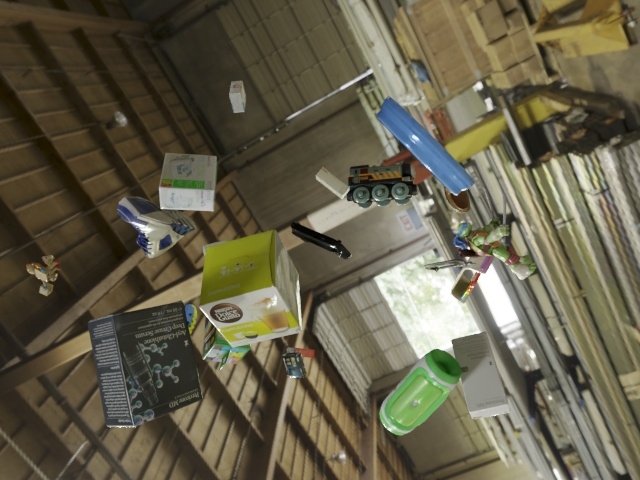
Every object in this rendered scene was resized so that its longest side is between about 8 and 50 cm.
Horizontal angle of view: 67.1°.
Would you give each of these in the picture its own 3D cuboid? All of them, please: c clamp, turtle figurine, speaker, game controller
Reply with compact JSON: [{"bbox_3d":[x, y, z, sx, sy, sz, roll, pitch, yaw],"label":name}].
[{"bbox_3d":[0.445,0.089,1.674,0.137,0.160,0.022,22,-119,-59],"label":"c clamp"},{"bbox_3d":[0.610,-0.020,1.602,0.266,0.275,0.198,40,166,-4],"label":"turtle figurine"},{"bbox_3d":[0.304,0.471,1.490,0.131,0.297,0.131,24,-151,-14],"label":"speaker"},{"bbox_3d":[0.000,0.000,2.254,0.319,0.067,0.166,24,175,38],"label":"game controller"}]

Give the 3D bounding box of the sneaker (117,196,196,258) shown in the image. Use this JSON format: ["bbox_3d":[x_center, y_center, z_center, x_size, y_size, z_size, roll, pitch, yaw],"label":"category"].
[{"bbox_3d":[-0.582,-0.025,1.668,0.127,0.182,0.315,45,-172,22],"label":"sneaker"}]

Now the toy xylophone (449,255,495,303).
[{"bbox_3d":[0.624,0.116,1.962,0.081,0.236,0.323,30,162,15],"label":"toy xylophone"}]

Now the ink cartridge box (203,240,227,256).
[{"bbox_3d":[-0.527,0.101,2.517,0.072,0.127,0.175,106,145,-57],"label":"ink cartridge box"}]

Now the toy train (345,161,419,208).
[{"bbox_3d":[0.276,-0.258,2.200,0.142,0.333,0.190,35,-128,-71],"label":"toy train"}]

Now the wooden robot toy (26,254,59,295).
[{"bbox_3d":[-0.868,0.091,1.501,0.079,0.173,0.076,24,-137,-3],"label":"wooden robot toy"}]

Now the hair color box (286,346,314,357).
[{"bbox_3d":[-0.105,0.582,2.505,0.141,0.072,0.043,20,-112,-42],"label":"hair color box"}]

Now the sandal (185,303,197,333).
[{"bbox_3d":[-0.655,0.415,2.114,0.138,0.317,0.126,33,166,-17],"label":"sandal"}]

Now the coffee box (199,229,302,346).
[{"bbox_3d":[-0.296,0.211,2.118,0.338,0.337,0.334,-96,-13,-45],"label":"coffee box"}]

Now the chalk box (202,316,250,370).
[{"bbox_3d":[-0.442,0.467,2.284,0.179,0.180,0.289,15,-133,-26],"label":"chalk box"}]

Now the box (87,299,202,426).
[{"bbox_3d":[-0.657,0.456,1.819,0.293,0.212,0.396,-8,-97,-51],"label":"box"}]

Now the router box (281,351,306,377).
[{"bbox_3d":[-0.127,0.604,2.341,0.038,0.092,0.123,-55,-46,-63],"label":"router box"}]

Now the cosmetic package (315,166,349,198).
[{"bbox_3d":[0.041,-0.193,1.625,0.115,0.041,0.060,39,177,4],"label":"cosmetic package"}]

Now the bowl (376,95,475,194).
[{"bbox_3d":[0.329,-0.297,1.547,0.391,0.077,0.391,41,-164,-14],"label":"bowl"}]

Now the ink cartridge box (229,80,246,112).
[{"bbox_3d":[-0.353,-0.616,2.065,0.122,0.052,0.089,-94,-3,-47],"label":"ink cartridge box"}]

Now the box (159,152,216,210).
[{"bbox_3d":[-0.581,-0.259,2.147,0.262,0.231,0.127,-99,15,-46],"label":"box"}]

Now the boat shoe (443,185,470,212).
[{"bbox_3d":[0.701,-0.291,2.553,0.104,0.110,0.307,53,-166,-72],"label":"boat shoe"}]

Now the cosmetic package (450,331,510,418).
[{"bbox_3d":[0.482,0.407,1.465,0.085,0.117,0.231,56,-159,-48],"label":"cosmetic package"}]
